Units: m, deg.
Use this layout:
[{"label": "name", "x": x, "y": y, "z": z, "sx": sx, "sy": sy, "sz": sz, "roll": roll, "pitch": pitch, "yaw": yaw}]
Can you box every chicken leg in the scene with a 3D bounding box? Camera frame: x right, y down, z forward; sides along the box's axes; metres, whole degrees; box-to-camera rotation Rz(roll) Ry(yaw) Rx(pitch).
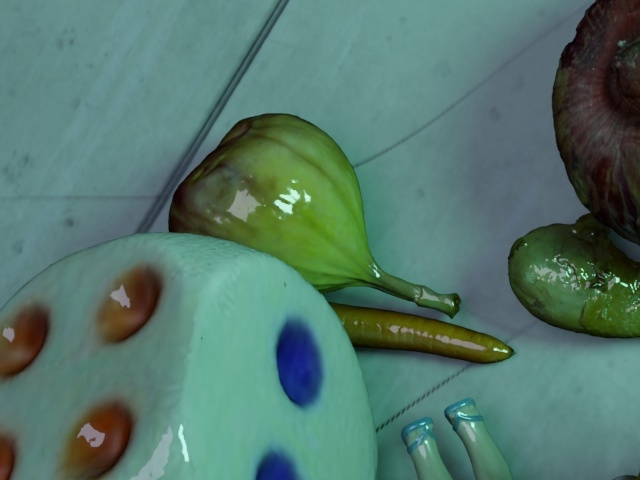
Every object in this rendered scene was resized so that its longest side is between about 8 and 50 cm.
[{"label": "chicken leg", "x": 0.224, "y": 0.034, "z": 1.168, "sx": 0.178, "sy": 0.070, "sz": 0.093, "roll": 21, "pitch": 84, "yaw": 19}]

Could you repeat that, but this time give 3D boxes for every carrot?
[{"label": "carrot", "x": 0.060, "y": 0.072, "z": 1.248, "sx": 0.190, "sy": 0.037, "sz": 0.037, "roll": 5, "pitch": 83, "yaw": 23}]

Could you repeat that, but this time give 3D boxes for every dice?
[{"label": "dice", "x": -0.119, "y": 0.163, "z": 1.154, "sx": 0.259, "sy": 0.243, "sz": 0.251, "roll": -16, "pitch": 50, "yaw": 31}]

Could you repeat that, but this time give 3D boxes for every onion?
[{"label": "onion", "x": 0.274, "y": -0.099, "z": 1.098, "sx": 0.246, "sy": 0.190, "sz": 0.246, "roll": -6, "pitch": 80, "yaw": 41}]

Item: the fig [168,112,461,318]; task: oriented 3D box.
[{"label": "fig", "x": -0.006, "y": -0.015, "z": 1.231, "sx": 0.231, "sy": 0.160, "sz": 0.143, "roll": 13, "pitch": 126, "yaw": 28}]

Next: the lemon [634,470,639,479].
[{"label": "lemon", "x": 0.333, "y": 0.250, "z": 0.926, "sx": 0.387, "sy": 0.350, "sz": 0.350, "roll": 42, "pitch": 100, "yaw": -9}]

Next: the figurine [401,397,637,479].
[{"label": "figurine", "x": 0.155, "y": 0.233, "z": 1.154, "sx": 0.205, "sy": 0.103, "sz": 0.260, "roll": -19, "pitch": 67, "yaw": -18}]
